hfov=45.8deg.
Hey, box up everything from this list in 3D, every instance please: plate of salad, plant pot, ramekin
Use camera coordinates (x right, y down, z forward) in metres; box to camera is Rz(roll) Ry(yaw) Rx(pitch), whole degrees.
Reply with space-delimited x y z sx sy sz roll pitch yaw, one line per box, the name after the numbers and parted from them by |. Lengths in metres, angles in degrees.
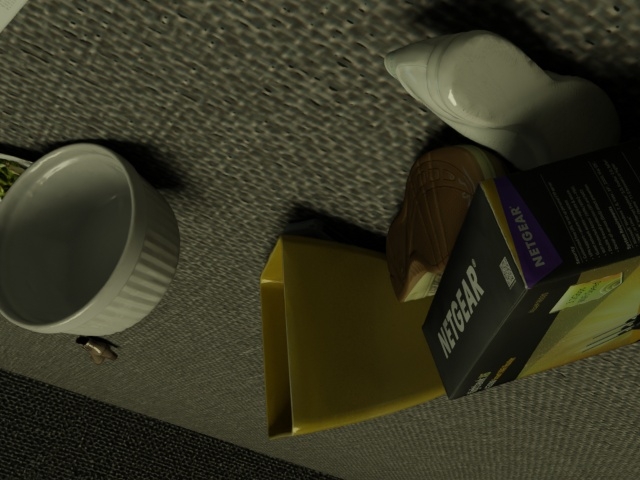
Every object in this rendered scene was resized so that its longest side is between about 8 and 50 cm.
-0.361 -0.049 0.953 0.200 0.048 0.200 12 156 5 | plate of salad
0.036 0.119 0.899 0.187 0.212 0.212 -1 164 -11 | plant pot
-0.253 0.008 0.834 0.207 0.207 0.109 2 162 27 | ramekin

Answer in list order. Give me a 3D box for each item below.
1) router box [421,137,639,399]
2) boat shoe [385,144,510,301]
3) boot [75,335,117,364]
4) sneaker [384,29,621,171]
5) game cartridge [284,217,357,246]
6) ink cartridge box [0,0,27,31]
0.224 0.026 0.606 0.243 0.081 0.309 -16 157 -6 | router box
0.128 -0.014 0.703 0.089 0.104 0.285 -7 166 -8 | boat shoe
-0.512 0.242 1.700 0.118 0.042 0.087 -11 139 43 | boot
0.137 -0.095 0.554 0.212 0.080 0.094 25 179 -37 | sneaker
0.000 0.000 0.893 0.056 0.017 0.083 -13 144 41 | game cartridge
-0.234 -0.236 0.500 0.179 0.045 0.145 -30 133 33 | ink cartridge box
